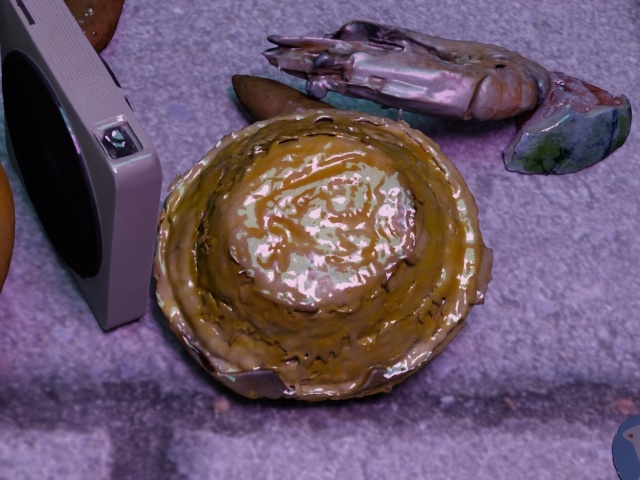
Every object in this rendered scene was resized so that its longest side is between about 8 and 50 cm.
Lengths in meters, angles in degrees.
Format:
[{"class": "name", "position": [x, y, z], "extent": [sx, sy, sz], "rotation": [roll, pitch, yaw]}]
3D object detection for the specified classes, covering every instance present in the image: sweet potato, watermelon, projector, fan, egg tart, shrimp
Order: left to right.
[{"class": "sweet potato", "position": [-0.295, -0.357, 1.464], "extent": [0.114, 0.092, 0.341], "rotation": [-20, 59, -6]}, {"class": "projector", "position": [-0.229, -0.082, 1.170], "extent": [0.079, 0.259, 0.257], "rotation": [-20, 61, -25]}, {"class": "egg tart", "position": [-0.001, 0.000, 1.194], "extent": [0.341, 0.132, 0.341], "rotation": [1, 71, -2]}, {"class": "sweet potato", "position": [0.020, -0.072, 1.340], "extent": [0.108, 0.079, 0.346], "rotation": [-31, 64, 2]}, {"class": "shrimp", "position": [0.098, -0.208, 1.416], "extent": [0.360, 0.085, 0.247], "rotation": [1, 26, -21]}, {"class": "watermelon", "position": [0.288, -0.157, 1.464], "extent": [0.187, 0.071, 0.139], "rotation": [-18, 56, -23]}, {"class": "fan", "position": [0.381, 0.222, 1.242], "extent": [0.175, 0.005, 0.113], "rotation": [-3, 55, -15]}]

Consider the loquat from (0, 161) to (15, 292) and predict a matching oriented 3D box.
[{"class": "loquat", "position": [-0.441, -0.013, 1.063], "extent": [0.328, 0.328, 0.359], "rotation": [-31, 26, -30]}]
